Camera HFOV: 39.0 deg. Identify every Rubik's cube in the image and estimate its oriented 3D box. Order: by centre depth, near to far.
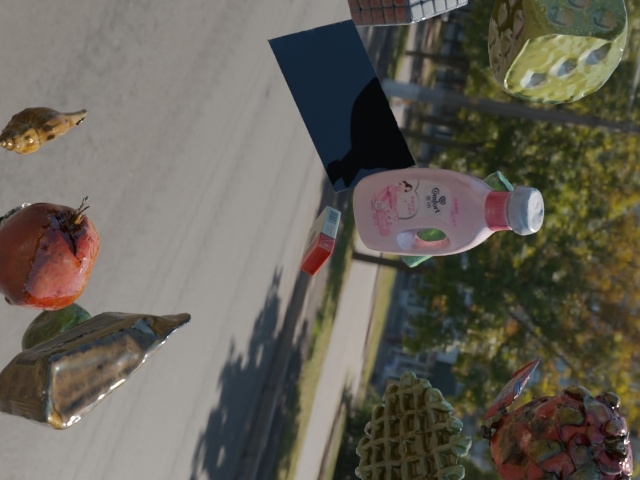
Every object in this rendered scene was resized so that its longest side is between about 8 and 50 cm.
[{"bbox_3d":[0.214,-0.699,2.337,0.237,0.237,0.238,-29,119,-31],"label":"Rubik's cube"}]

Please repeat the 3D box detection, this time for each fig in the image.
[{"bbox_3d":[-0.678,0.308,2.475,0.275,0.206,0.206,57,33,-31],"label":"fig"}]

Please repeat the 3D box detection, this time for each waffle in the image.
[{"bbox_3d":[0.182,0.440,1.874,0.291,0.056,0.309,-62,-145,12],"label":"waffle"}]

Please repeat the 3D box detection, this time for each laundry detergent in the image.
[{"bbox_3d":[0.216,-0.048,1.564,0.088,0.335,0.159,-29,114,-49],"label":"laundry detergent"}]

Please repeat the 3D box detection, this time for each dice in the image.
[{"bbox_3d":[0.513,-0.457,1.983,0.238,0.233,0.226,114,-24,-60],"label":"dice"}]

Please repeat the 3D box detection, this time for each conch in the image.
[{"bbox_3d":[-0.643,-0.274,2.098,0.093,0.109,0.330,61,30,-15],"label":"conch"}]

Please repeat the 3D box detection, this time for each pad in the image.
[{"bbox_3d":[0.051,-0.302,1.988,0.007,0.248,0.367,-28,-95,55],"label":"pad"}]

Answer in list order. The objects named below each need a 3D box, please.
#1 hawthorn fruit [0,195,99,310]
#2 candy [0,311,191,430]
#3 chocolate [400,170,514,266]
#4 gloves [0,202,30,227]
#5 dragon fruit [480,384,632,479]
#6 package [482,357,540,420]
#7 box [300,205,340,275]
[{"bbox_3d":[-0.537,0.011,1.802,0.299,0.211,0.211,-48,-175,22],"label":"hawthorn fruit"},{"bbox_3d":[-0.305,0.157,1.209,0.271,0.143,0.101,-33,116,-47],"label":"candy"},{"bbox_3d":[0.307,-0.037,2.036,0.291,0.110,0.110,-34,-174,16],"label":"chocolate"},{"bbox_3d":[-0.742,-0.020,2.148,0.070,0.153,0.114,33,23,-55],"label":"gloves"},{"bbox_3d":[0.568,0.443,2.002,0.263,0.314,0.296,-55,-152,25],"label":"dragon fruit"},{"bbox_3d":[0.377,0.290,1.770,0.083,0.022,0.200,-47,172,32],"label":"package"},{"bbox_3d":[0.000,0.000,2.229,0.100,0.048,0.152,-55,-163,41],"label":"box"}]
